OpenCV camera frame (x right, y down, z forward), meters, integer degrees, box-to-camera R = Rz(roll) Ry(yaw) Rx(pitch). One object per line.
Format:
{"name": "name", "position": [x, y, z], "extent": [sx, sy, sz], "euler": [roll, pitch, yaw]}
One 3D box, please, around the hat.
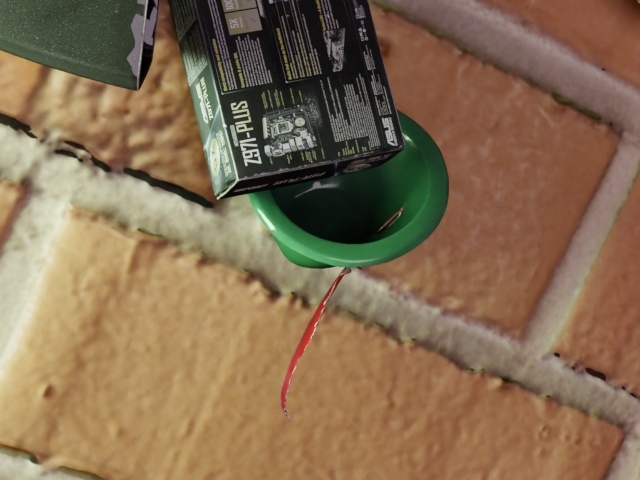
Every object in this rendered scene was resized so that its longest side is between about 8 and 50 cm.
{"name": "hat", "position": [0.000, 0.000, 1.341], "extent": [0.208, 0.173, 0.183], "euler": [-37, 160, -29]}

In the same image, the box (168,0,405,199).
{"name": "box", "position": [-0.029, -0.138, 1.229], "extent": [0.147, 0.077, 0.180], "euler": [-13, 85, -19]}

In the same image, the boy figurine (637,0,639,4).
{"name": "boy figurine", "position": [0.328, -0.271, 1.368], "extent": [0.285, 0.092, 0.177], "euler": [-3, 106, -21]}

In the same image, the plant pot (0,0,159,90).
{"name": "plant pot", "position": [-0.201, -0.225, 1.116], "extent": [0.167, 0.188, 0.187], "euler": [7, 103, -4]}
